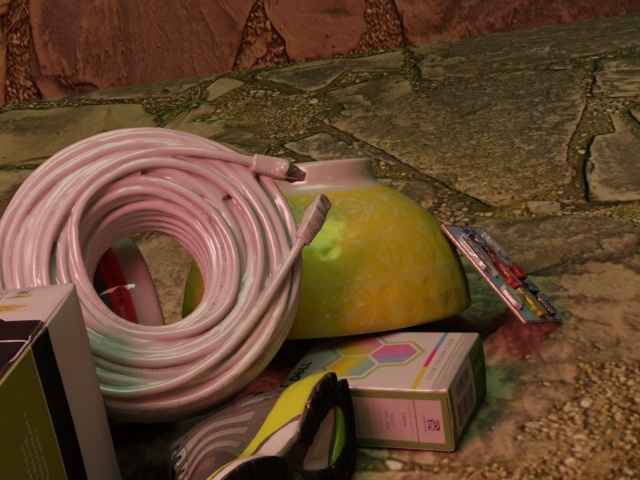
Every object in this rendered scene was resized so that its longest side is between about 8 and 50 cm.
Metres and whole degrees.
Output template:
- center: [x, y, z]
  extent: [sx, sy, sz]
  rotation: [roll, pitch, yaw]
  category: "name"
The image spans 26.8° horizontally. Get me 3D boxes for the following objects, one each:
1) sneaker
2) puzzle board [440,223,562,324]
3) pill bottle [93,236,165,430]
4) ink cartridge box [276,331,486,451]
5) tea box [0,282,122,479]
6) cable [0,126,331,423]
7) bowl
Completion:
- center: [-0.071, 0.198, 1.024]
  extent: [0.121, 0.111, 0.300]
  rotation: [-11, 11, 26]
  category: "sneaker"
- center: [0.179, 0.031, 1.309]
  extent: [0.128, 0.011, 0.096]
  rotation: [51, 21, 22]
  category: "puzzle board"
- center: [-0.304, 0.115, 1.219]
  extent: [0.318, 0.176, 0.176]
  rotation: [-15, 20, -16]
  category: "pill bottle"
- center: [0.032, 0.130, 1.193]
  extent: [0.209, 0.062, 0.109]
  rotation: [-1, 22, 23]
  category: "ink cartridge box"
- center: [-0.346, 0.199, 0.940]
  extent: [0.329, 0.220, 0.323]
  rotation: [-6, 19, 11]
  category: "tea box"
- center: [-0.144, 0.026, 1.139]
  extent: [0.257, 0.257, 0.089]
  rotation: [21, -22, -2]
  category: "cable"
- center: [0.000, 0.000, 1.328]
  extent: [0.289, 0.156, 0.289]
  rotation: [-5, 5, 0]
  category: "bowl"
